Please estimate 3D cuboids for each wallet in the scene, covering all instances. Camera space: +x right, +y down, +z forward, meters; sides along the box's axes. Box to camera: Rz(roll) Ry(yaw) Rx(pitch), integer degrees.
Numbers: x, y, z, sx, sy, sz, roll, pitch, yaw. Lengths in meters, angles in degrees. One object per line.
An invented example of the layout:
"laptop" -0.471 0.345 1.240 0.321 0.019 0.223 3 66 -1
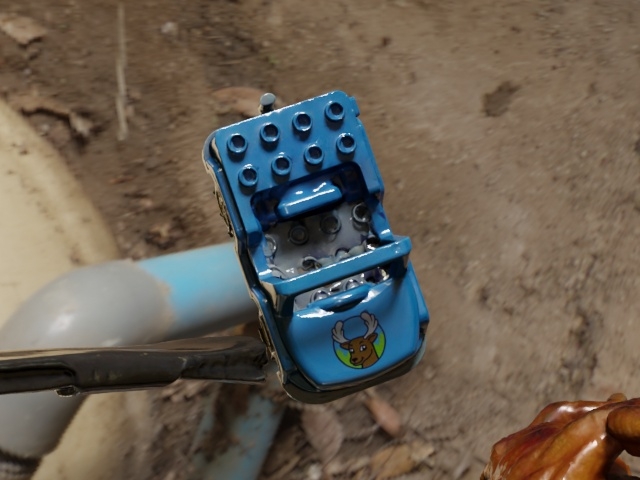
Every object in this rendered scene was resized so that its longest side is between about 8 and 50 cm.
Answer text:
"wallet" -0.093 0.045 0.543 0.082 0.156 0.018 -2 89 42

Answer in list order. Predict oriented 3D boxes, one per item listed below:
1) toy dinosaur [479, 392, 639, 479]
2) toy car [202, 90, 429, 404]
"toy dinosaur" 0.137 0.132 0.738 0.208 0.432 0.097 -29 91 19
"toy car" 0.000 0.000 0.916 0.097 0.100 0.191 -19 90 -9
